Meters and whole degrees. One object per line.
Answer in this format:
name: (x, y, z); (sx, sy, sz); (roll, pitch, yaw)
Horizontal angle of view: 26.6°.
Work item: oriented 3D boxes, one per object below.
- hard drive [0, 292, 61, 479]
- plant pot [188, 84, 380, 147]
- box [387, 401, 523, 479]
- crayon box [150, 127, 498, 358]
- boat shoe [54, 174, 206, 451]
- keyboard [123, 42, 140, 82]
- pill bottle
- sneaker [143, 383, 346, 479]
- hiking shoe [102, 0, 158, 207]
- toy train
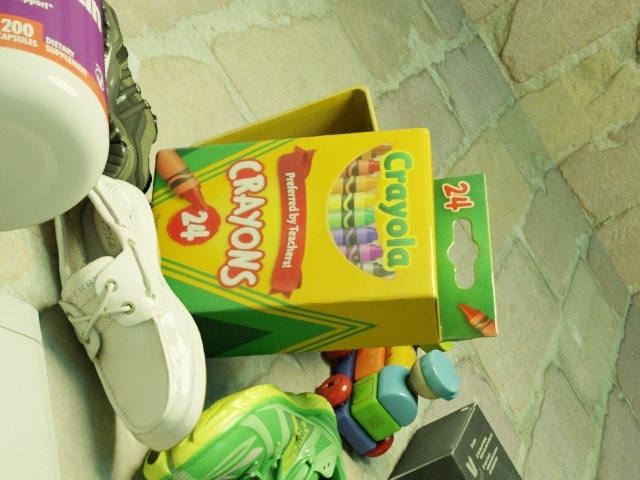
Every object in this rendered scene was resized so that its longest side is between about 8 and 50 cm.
hard drive: (-0.258, 0.171, 0.887); (0.233, 0.047, 0.353); (31, 37, -50)
plant pot: (-0.005, -0.002, 1.454); (0.187, 0.212, 0.212); (60, 14, -52)
box: (0.171, 0.300, 1.592); (0.158, 0.093, 0.156); (60, 22, -5)
crayon box: (0.000, 0.000, 1.259); (0.081, 0.318, 0.202); (78, 9, -51)
boat shoe: (-0.179, 0.052, 1.144); (0.096, 0.098, 0.277); (31, 27, -50)
keyboard: (-0.276, -0.258, 1.412); (0.256, 0.014, 0.072); (48, 20, -30)
pill bottle: (-0.268, -0.177, 1.103); (0.181, 0.181, 0.323); (38, 31, -43)
sneaker: (-0.047, 0.202, 1.221); (0.295, 0.109, 0.123); (11, 49, -62)
hiking shoe: (-0.213, -0.133, 1.329); (0.114, 0.086, 0.227); (51, 25, -59)
toy train: (0.088, 0.124, 1.558); (0.105, 0.143, 0.248); (51, 24, -23)
